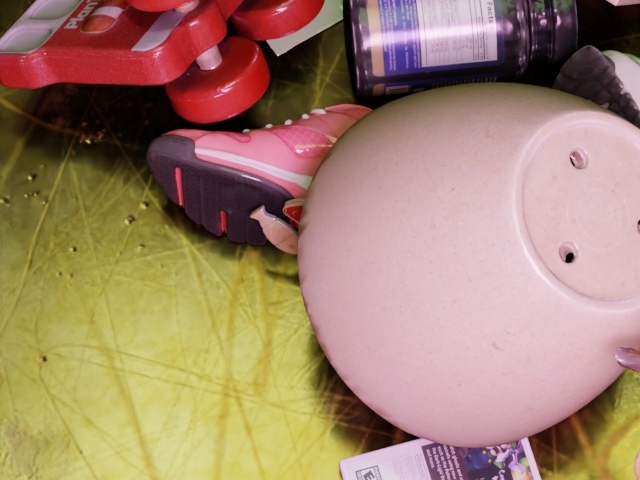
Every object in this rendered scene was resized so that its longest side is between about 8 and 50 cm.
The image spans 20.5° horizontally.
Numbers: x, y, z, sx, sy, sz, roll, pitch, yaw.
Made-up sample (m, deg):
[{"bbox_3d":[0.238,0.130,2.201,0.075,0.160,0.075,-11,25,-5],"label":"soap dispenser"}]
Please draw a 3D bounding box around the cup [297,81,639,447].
[{"bbox_3d":[0.176,0.000,1.511,0.331,0.237,0.331,6,76,-23],"label":"cup"}]

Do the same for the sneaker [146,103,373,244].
[{"bbox_3d":[-0.008,-0.071,1.697,0.314,0.116,0.136,10,57,-2],"label":"sneaker"}]

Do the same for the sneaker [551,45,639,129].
[{"bbox_3d":[0.401,-0.036,1.653,0.182,0.158,0.410,-25,72,-28],"label":"sneaker"}]

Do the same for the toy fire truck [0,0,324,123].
[{"bbox_3d":[-0.155,-0.253,1.720,0.254,0.169,0.302,6,46,31],"label":"toy fire truck"}]

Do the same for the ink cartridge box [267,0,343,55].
[{"bbox_3d":[0.012,-0.317,1.819,0.235,0.056,0.171,-30,70,-13],"label":"ink cartridge box"}]

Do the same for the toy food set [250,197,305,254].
[{"bbox_3d":[0.000,0.000,1.650,0.078,0.122,0.019,-22,31,32],"label":"toy food set"}]

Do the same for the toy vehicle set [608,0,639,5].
[{"bbox_3d":[0.216,-0.321,1.763,0.267,0.166,0.035,35,111,14],"label":"toy vehicle set"}]

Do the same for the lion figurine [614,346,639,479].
[{"bbox_3d":[0.405,0.208,1.446,0.240,0.392,0.142,9,63,40],"label":"lion figurine"}]

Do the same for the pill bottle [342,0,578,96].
[{"bbox_3d":[0.135,-0.210,1.732,0.219,0.123,0.123,-6,67,-2],"label":"pill bottle"}]

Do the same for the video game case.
[{"bbox_3d":[0.124,0.265,1.581,0.173,0.022,0.190,-14,66,-5],"label":"video game case"}]
